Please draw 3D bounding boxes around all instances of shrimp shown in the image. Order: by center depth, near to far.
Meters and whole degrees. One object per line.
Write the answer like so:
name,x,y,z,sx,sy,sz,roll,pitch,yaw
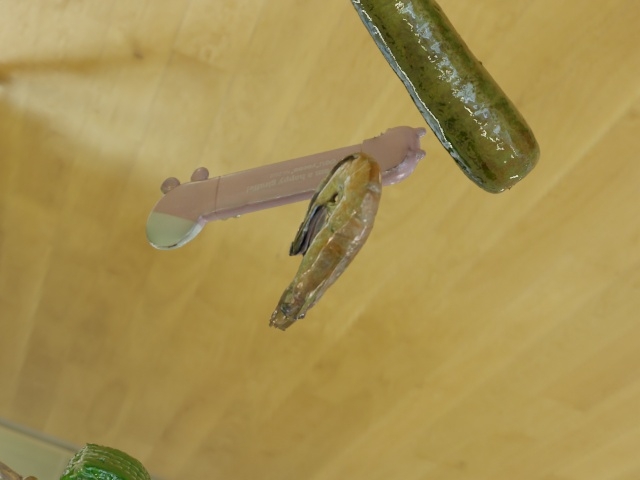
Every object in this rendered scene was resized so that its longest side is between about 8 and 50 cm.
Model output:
shrimp,0.000,0.000,1.584,0.047,0.126,0.223,22,110,-29

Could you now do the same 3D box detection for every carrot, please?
carrot,0.071,-0.195,1.244,0.358,0.074,0.074,54,145,-8

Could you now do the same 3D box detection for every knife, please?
knife,-0.048,-0.070,1.873,0.398,0.132,0.038,-13,141,21

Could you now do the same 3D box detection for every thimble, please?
thimble,-0.300,0.347,1.987,0.118,0.090,0.130,-30,105,16

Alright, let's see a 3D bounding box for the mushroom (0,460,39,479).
mushroom,-0.289,0.279,1.455,0.278,0.099,0.096,18,-169,-3
